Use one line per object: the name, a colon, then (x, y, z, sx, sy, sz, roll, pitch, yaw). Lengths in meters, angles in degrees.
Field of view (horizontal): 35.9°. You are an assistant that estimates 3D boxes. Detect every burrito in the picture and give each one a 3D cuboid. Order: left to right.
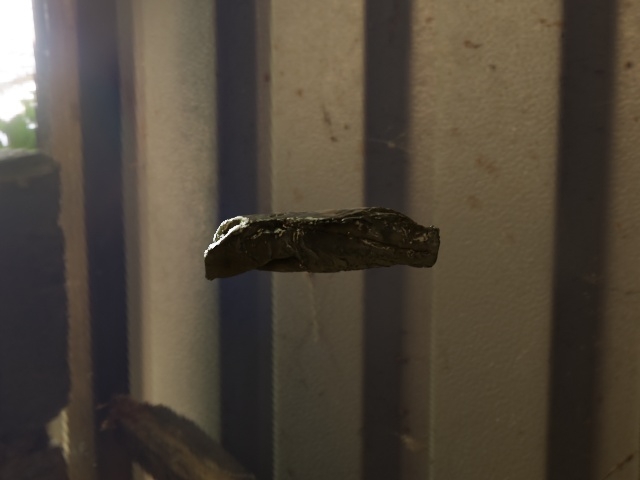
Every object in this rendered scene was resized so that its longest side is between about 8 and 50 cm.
burrito: (-0.001, 0.000, 0.842, 0.230, 0.063, 0.058, -5, -83, 29)
